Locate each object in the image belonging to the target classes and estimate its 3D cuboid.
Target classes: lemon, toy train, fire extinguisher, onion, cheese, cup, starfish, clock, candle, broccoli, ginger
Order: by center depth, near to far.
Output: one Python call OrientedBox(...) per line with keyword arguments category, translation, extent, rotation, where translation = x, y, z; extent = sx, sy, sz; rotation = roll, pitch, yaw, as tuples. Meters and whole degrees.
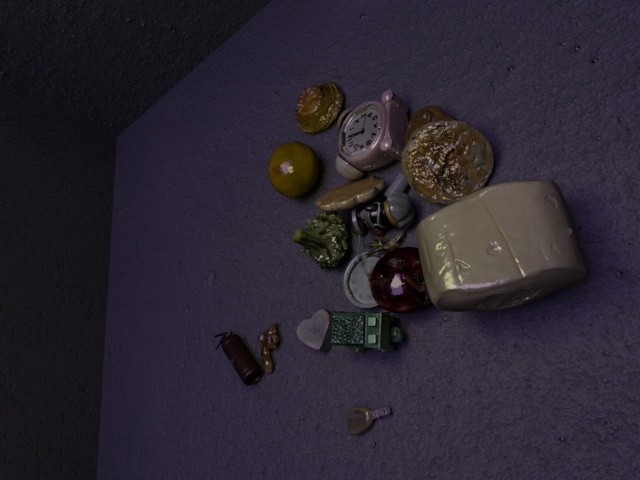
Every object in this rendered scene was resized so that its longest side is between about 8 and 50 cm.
OrientedBox(category="onion", translation=(0.305, 0.127, 1.615), extent=(0.272, 0.195, 0.272), rotation=(-11, 56, 16))
OrientedBox(category="cheese", translation=(0.178, 0.654, 1.668), extent=(0.192, 0.037, 0.097), rotation=(-31, 59, 27))
OrientedBox(category="toy train", translation=(0.168, 0.342, 1.684), extent=(0.272, 0.188, 0.159), rotation=(-5, 73, 36))
OrientedBox(category="starfish", translation=(0.246, 0.021, 1.777), extent=(0.223, 0.217, 0.050), rotation=(0, 113, 68))
OrientedBox(category="clock", translation=(0.202, 0.160, 1.806), extent=(0.236, 0.053, 0.236), rotation=(-15, 64, 31))
OrientedBox(category="cup", translation=(0.312, -0.217, 1.849), extent=(0.116, 0.074, 0.104), rotation=(-57, 21, 3))
OrientedBox(category="candle", translation=(-0.009, 0.388, 1.891), extent=(0.192, 0.068, 0.168), rotation=(-35, 52, 27))
OrientedBox(category="broccoli", translation=(0.000, 0.000, 1.897), extent=(0.263, 0.243, 0.247), rotation=(-45, 49, 32))
OrientedBox(category="clock", translation=(0.208, -0.446, 1.937), extent=(0.326, 0.184, 0.342), rotation=(-13, 60, 39))
OrientedBox(category="ginger", translation=(-0.233, 0.488, 2.043), extent=(0.133, 0.059, 0.214), rotation=(-30, 56, 33))
OrientedBox(category="lemon", translation=(-0.126, -0.337, 2.120), extent=(0.267, 0.267, 0.267), rotation=(-14, 66, 35))
OrientedBox(category="fire extinguisher", translation=(-0.409, 0.544, 2.134), extent=(0.138, 0.102, 0.344), rotation=(-51, 50, 3))

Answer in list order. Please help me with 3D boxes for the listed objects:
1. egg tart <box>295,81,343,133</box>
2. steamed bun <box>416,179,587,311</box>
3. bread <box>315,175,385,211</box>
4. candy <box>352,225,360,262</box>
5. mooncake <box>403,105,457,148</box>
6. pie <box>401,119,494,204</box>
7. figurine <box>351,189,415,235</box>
OrientedBox(category="egg tart", translation=(-0.025, -0.675, 2.237), extent=(0.294, 0.123, 0.294), rotation=(-15, 65, 36))
OrientedBox(category="steamed bun", translation=(0.551, 0.032, 1.417), extent=(0.456, 0.290, 0.371), rotation=(-15, 59, 20))
OrientedBox(category="bread", translation=(0.126, -0.192, 1.875), extent=(0.316, 0.316, 0.054), rotation=(-5, 115, 38))
OrientedBox(category="candy", translation=(0.160, 0.010, 1.865), extent=(0.061, 0.061, 0.202), rotation=(-20, 46, 33))
OrientedBox(category="mooncake", translation=(0.435, -0.410, 1.781), extent=(0.235, 0.117, 0.235), rotation=(-12, 69, 32))
OrientedBox(category="pie", translation=(0.463, -0.290, 1.662), extent=(0.339, 0.077, 0.339), rotation=(5, 104, 21))
OrientedBox(category="figurine", translation=(0.260, -0.097, 1.784), extent=(0.236, 0.176, 0.133), rotation=(-16, 47, 27))
